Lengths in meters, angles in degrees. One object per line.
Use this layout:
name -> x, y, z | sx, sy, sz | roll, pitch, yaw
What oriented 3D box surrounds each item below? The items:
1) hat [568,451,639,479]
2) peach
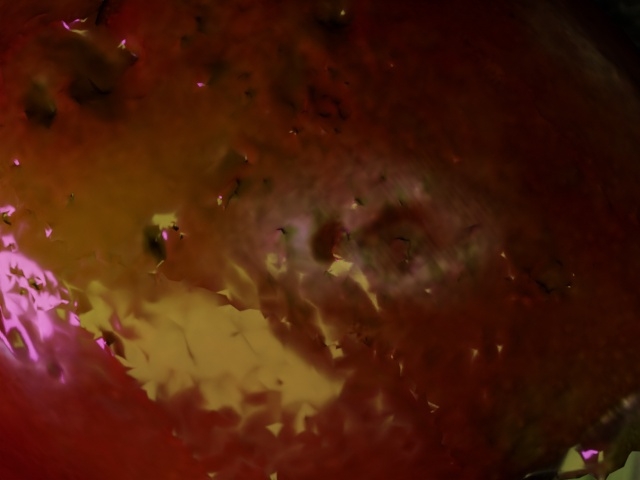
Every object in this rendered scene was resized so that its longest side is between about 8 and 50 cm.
hat -> 0.102, 0.179, 0.983 | 0.258, 0.168, 0.301 | -8, 154, -20
peach -> 0.000, 0.000, 0.761 | 0.417, 0.339, 0.353 | 12, 118, -1
